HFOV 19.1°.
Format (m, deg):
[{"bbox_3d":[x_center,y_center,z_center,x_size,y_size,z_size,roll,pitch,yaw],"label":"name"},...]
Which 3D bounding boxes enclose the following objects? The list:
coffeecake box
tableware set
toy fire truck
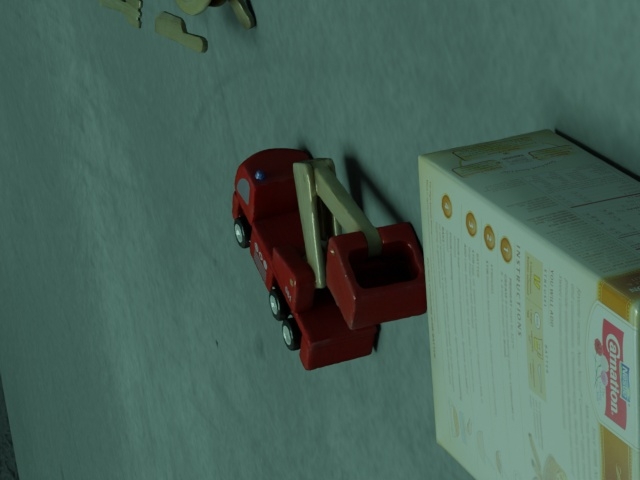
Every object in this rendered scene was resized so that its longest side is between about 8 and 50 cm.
[{"bbox_3d":[0.110,0.051,0.766,0.185,0.068,0.142,-138,39,-61],"label":"coffeecake box"},{"bbox_3d":[-0.094,-0.201,1.256,0.194,0.039,0.128,32,121,58],"label":"tableware set"},{"bbox_3d":[0.000,0.000,1.096,0.135,0.047,0.192,98,154,-47],"label":"toy fire truck"}]
